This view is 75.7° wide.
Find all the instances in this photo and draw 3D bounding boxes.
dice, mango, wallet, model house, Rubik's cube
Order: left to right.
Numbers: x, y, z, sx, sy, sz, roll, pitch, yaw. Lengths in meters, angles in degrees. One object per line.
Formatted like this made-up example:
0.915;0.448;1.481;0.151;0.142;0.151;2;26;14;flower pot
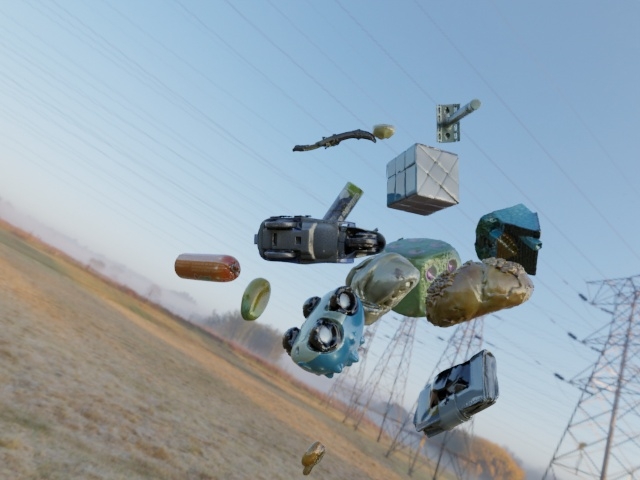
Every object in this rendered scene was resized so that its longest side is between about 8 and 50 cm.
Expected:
-0.259;0.235;1.636;0.091;0.195;0.130;2;-53;18;mango
0.478;0.172;2.017;0.322;0.330;0.319;17;-63;54;dice
0.430;-0.248;1.751;0.221;0.231;0.224;9;-16;-22;Rubik's cube
0.318;0.364;0.985;0.069;0.170;0.231;38;-54;-2;wallet
0.805;0.030;1.712;0.241;0.225;0.262;-114;-174;-57;model house

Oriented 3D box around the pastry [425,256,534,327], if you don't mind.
0.438;0.139;1.182;0.310;0.162;0.255;-20;-10;4;pastry

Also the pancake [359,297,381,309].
0.134;0.192;1.267;0.114;0.011;0.115;15;0;0;pancake

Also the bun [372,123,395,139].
0.223;-0.384;1.463;0.086;0.086;0.055;15;-64;30;bun

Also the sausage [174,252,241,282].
-0.354;0.087;1.323;0.312;0.093;0.093;0;-32;43;sausage

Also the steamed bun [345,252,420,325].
0.210;0.166;1.582;0.219;0.309;0.324;49;7;19;steamed bun

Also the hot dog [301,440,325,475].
-0.035;0.945;1.791;0.060;0.140;0.090;28;-32;46;hot dog

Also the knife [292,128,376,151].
0.034;-0.262;1.073;0.222;0.046;0.021;-8;-10;-2;knife

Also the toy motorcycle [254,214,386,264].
0.000;0.000;1.087;0.358;0.125;0.212;3;0;18;toy motorcycle

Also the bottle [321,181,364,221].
0.069;-0.107;1.870;0.093;0.330;0.093;34;3;-2;bottle

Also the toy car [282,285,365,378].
0.032;0.256;1.127;0.190;0.255;0.188;44;-40;-14;toy car

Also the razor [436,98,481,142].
0.354;-0.316;1.045;0.068;0.106;0.232;-3;6;0;razor
